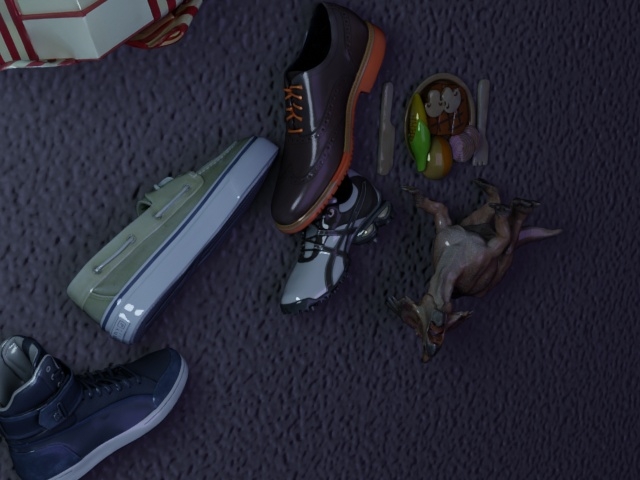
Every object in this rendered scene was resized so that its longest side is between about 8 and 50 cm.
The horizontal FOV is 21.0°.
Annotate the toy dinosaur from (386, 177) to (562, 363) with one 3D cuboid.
[{"bbox_3d":[0.183,0.036,2.161,0.295,0.127,0.200,-10,114,-53],"label":"toy dinosaur"}]

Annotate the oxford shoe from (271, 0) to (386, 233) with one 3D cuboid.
[{"bbox_3d":[-0.015,-0.142,1.961,0.098,0.097,0.271,30,70,-38],"label":"oxford shoe"}]

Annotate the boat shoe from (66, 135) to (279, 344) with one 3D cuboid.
[{"bbox_3d":[-0.154,-0.021,1.855,0.094,0.109,0.302,36,56,4],"label":"boat shoe"}]

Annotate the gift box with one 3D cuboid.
[{"bbox_3d":[-0.264,-0.285,1.592,0.276,0.255,0.258,-41,123,-37],"label":"gift box"}]

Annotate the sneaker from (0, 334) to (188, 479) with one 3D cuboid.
[{"bbox_3d":[-0.247,0.145,1.817,0.226,0.086,0.163,-39,126,-28],"label":"sneaker"}]

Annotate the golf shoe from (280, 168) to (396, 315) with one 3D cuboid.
[{"bbox_3d":[0.000,0.000,2.023,0.094,0.077,0.198,51,59,-25],"label":"golf shoe"}]

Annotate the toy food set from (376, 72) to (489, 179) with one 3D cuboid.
[{"bbox_3d":[0.155,-0.142,2.142,0.192,0.038,0.132,-8,105,-41],"label":"toy food set"}]
